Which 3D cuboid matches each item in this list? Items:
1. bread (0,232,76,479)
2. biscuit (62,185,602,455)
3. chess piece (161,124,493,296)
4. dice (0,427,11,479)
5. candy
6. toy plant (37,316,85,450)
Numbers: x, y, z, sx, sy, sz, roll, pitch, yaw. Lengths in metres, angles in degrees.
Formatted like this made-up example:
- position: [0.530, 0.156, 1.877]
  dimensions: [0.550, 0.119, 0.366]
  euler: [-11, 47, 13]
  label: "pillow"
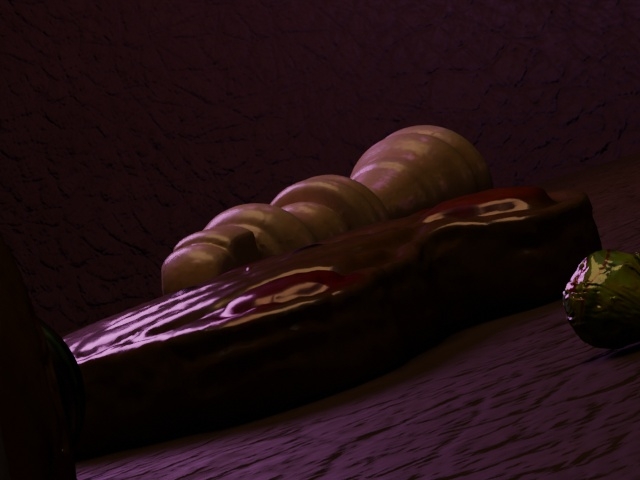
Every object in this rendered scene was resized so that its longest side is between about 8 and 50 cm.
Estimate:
- position: [-0.177, 0.013, 0.641]
  dimensions: [0.143, 0.195, 0.269]
  euler: [-28, 47, -11]
  label: "bread"
- position: [-0.023, 0.044, 1.075]
  dimensions: [0.359, 0.074, 0.381]
  euler: [-20, -1, -7]
  label: "biscuit"
- position: [0.000, 0.000, 1.469]
  dimensions: [0.117, 0.117, 0.397]
  euler: [-18, 3, 31]
  label: "chess piece"
- position: [-0.181, 0.046, 0.346]
  dimensions: [0.192, 0.193, 0.194]
  euler: [-22, 2, -42]
  label: "dice"
- position: [0.144, 0.016, 0.698]
  dimensions: [0.123, 0.035, 0.035]
  euler: [-8, 50, 25]
  label: "candy"
- position: [-0.148, 0.073, 0.809]
  dimensions: [0.093, 0.092, 0.162]
  euler: [-18, 3, 6]
  label: "toy plant"
